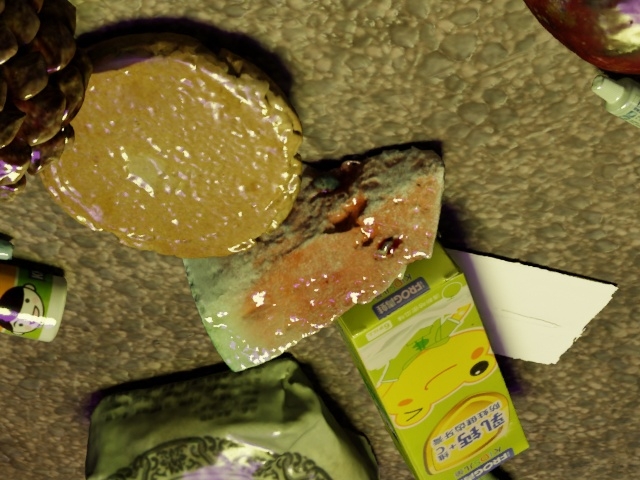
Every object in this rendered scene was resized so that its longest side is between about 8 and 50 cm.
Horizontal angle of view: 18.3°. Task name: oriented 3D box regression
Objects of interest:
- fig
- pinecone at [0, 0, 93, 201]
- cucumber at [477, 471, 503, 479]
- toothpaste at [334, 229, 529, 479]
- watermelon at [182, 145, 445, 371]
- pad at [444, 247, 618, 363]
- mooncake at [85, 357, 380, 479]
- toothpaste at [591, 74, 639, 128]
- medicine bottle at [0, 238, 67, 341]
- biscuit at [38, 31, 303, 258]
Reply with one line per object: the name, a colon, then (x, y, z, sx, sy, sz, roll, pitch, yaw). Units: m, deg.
fig: (0.192, -0.175, 1.299, 0.202, 0.149, 0.148, -21, 102, 12)
pinecone: (-0.252, -0.112, 1.412, 0.179, 0.184, 0.204, 9, 150, 15)
cucumber: (0.180, 0.289, 2.072, 0.078, 0.062, 0.211, -41, 127, 3)
toothpaste: (0.095, 0.111, 1.749, 0.110, 0.077, 0.327, -32, 143, -5)
watermelon: (0.000, 0.000, 1.616, 0.241, 0.154, 0.094, -22, 140, 13)
pad: (0.133, 0.055, 1.775, 0.232, 0.004, 0.156, 12, 145, -12)
mooncake: (-0.081, 0.238, 1.950, 0.254, 0.136, 0.250, -12, 139, 21)
toothpaste: (0.284, -0.085, 1.536, 0.197, 0.029, 0.048, 23, 144, -31)
medicine bottle: (-0.332, 0.026, 1.739, 0.221, 0.061, 0.092, 13, 120, -13)
biscuit: (-0.117, -0.073, 1.546, 0.226, 0.042, 0.226, 6, 132, 7)
